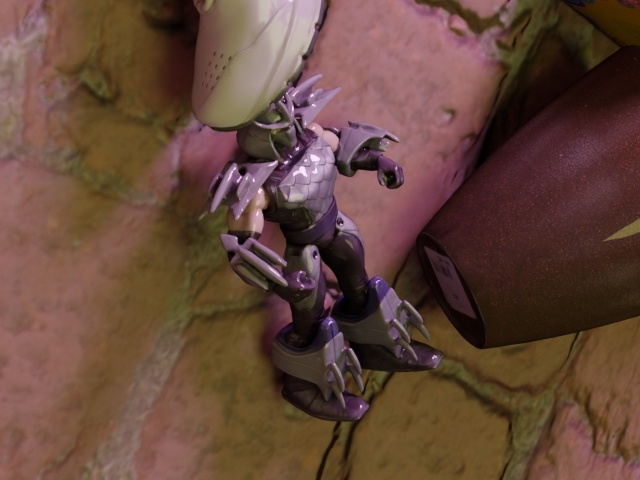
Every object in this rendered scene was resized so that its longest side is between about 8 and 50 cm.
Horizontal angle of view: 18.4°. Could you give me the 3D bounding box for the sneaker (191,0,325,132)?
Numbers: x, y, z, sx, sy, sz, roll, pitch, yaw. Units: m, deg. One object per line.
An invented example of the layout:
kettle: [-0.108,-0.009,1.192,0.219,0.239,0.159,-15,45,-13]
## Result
sneaker: [-0.061,-0.224,1.367,0.129,0.111,0.297,7,95,-29]

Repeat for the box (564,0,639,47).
box: [0.375,-0.267,1.656,0.290,0.177,0.279,29,86,-43]

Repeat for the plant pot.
plant pot: [0.201,-0.013,1.605,0.230,0.215,0.215,-28,123,-13]

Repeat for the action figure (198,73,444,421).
action figure: [0.000,0.000,1.484,0.185,0.099,0.285,-43,133,-30]
